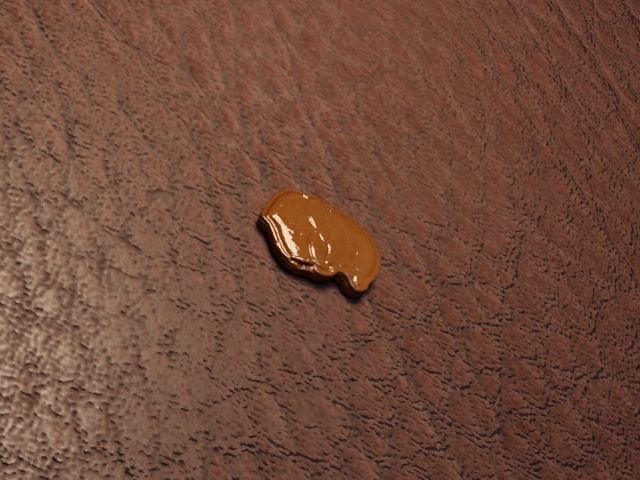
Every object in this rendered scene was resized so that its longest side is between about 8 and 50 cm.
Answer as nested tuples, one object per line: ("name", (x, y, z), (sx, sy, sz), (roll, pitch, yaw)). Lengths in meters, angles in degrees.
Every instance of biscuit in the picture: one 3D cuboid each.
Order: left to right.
("biscuit", (0.000, 0.000, 1.615), (0.130, 0.019, 0.102), (27, 41, -15))
